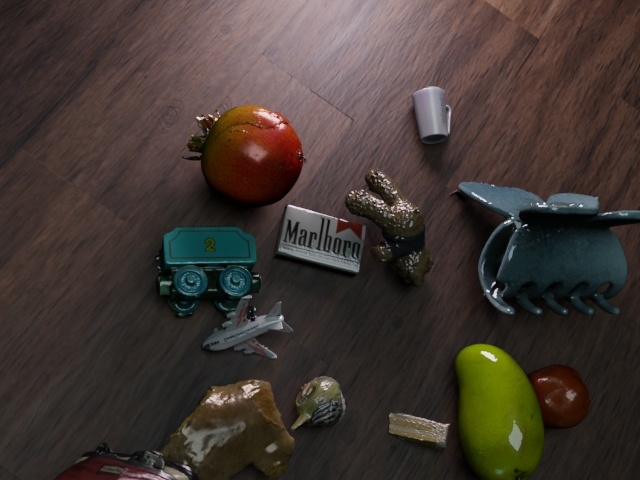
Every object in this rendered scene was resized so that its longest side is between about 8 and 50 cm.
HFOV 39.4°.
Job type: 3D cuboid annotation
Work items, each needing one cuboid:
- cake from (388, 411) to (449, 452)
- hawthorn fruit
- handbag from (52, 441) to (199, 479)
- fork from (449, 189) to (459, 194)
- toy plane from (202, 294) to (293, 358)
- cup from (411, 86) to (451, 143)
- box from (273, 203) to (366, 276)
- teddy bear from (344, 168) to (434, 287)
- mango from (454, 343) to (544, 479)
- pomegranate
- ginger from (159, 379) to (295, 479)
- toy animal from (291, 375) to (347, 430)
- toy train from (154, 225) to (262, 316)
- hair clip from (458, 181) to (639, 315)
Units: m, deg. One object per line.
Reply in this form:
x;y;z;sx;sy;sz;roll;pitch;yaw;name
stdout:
0.192;0.380;1.774;0.121;0.065;0.052;11;66;13;cake
0.472;0.319;1.819;0.138;0.133;0.132;-7;72;-2;hawthorn fruit
-0.330;0.439;1.475;0.255;0.181;0.181;3;106;18;handbag
0.341;-0.109;1.999;0.115;0.016;0.012;-2;94;-16;fork
-0.145;0.173;1.719;0.171;0.162;0.065;-15;35;8;toy plane
0.259;-0.280;2.014;0.104;0.074;0.116;8;70;-44;cup
0.000;0.000;1.852;0.178;0.036;0.115;14;66;-10;box
0.158;-0.025;1.837;0.182;0.129;0.251;-38;102;-36;teddy bear
0.346;0.340;1.764;0.143;0.175;0.293;28;43;-48;mango
-0.149;-0.171;1.780;0.235;0.210;0.210;23;66;-7;pomegranate
-0.165;0.374;1.624;0.221;0.130;0.275;34;71;-11;ginger
-0.002;0.326;1.700;0.098;0.098;0.137;31;52;-3;toy animal
-0.218;0.055;1.732;0.203;0.112;0.163;0;65;-18;toy train
0.485;0.022;1.853;0.318;0.392;0.238;1;99;-17;hair clip
